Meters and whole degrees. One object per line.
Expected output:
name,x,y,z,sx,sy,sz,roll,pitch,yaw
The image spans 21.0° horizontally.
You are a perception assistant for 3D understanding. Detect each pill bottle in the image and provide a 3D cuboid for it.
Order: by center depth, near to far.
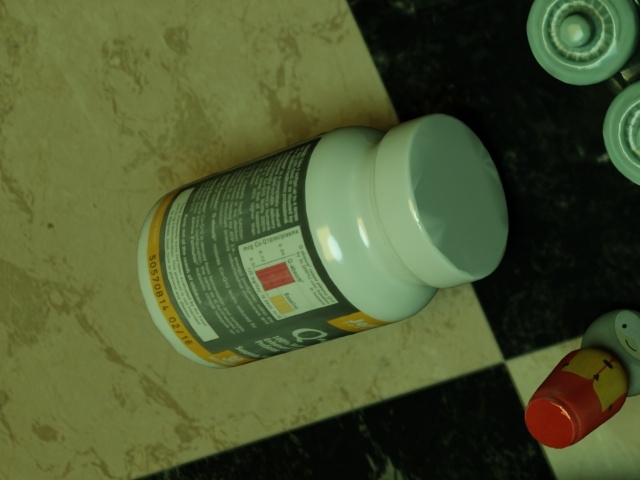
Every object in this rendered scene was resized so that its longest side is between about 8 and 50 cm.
pill bottle,0.000,0.000,1.383,0.278,0.162,0.162,-17,96,37

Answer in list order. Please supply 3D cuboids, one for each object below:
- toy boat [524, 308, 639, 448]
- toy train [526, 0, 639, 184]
toy boat,0.235,0.217,1.328,0.267,0.148,0.318,4,116,38
toy train,0.235,-0.184,1.183,0.190,0.142,0.334,-38,84,27
